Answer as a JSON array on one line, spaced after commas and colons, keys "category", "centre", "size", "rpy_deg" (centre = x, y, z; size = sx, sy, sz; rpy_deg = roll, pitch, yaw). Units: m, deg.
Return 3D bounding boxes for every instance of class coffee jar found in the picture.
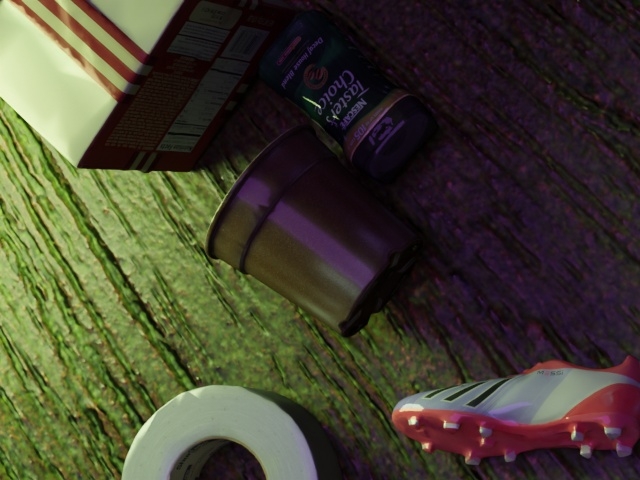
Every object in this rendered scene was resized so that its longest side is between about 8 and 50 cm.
[{"category": "coffee jar", "centre": [0.029, -0.145, 1.621], "size": [0.184, 0.079, 0.096], "rpy_deg": [44, 98, 21]}]

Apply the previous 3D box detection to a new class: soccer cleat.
[{"category": "soccer cleat", "centre": [0.191, 0.157, 1.523], "size": [0.248, 0.083, 0.095], "rpy_deg": [-3, 51, 25]}]

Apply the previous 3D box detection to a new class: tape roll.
[{"category": "tape roll", "centre": [-0.091, 0.257, 1.609], "size": [0.219, 0.072, 0.219], "rpy_deg": [-3, 82, 21]}]

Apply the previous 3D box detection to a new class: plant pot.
[{"category": "plant pot", "centre": [0.000, 0.000, 1.574], "size": [0.165, 0.167, 0.167], "rpy_deg": [39, 97, 14]}]

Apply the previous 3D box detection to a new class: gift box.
[{"category": "gift box", "centre": [-0.203, -0.247, 1.637], "size": [0.258, 0.255, 0.276], "rpy_deg": [41, 103, 20]}]
